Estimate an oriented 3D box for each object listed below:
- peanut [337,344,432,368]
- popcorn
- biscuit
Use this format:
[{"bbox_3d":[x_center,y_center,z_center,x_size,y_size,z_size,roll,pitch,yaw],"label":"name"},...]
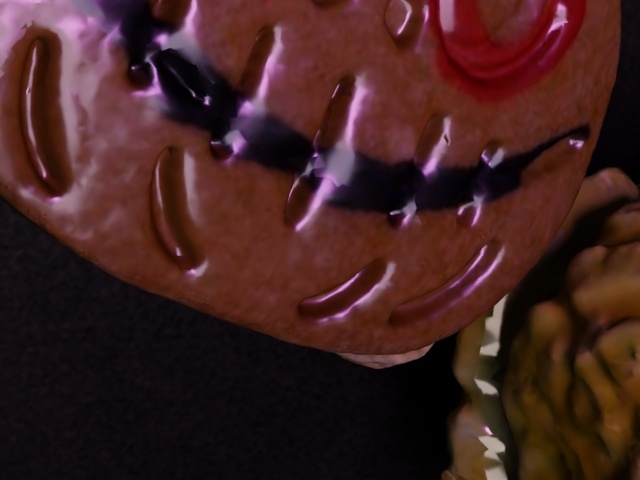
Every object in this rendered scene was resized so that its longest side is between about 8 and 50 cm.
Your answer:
[{"bbox_3d":[0.000,0.000,0.984,0.080,0.080,0.174,-47,123,6],"label":"peanut"},{"bbox_3d":[0.204,0.103,1.019,0.247,0.282,0.282,3,118,-43],"label":"popcorn"},{"bbox_3d":[0.001,-0.117,0.872,0.367,0.063,0.314,24,89,-36],"label":"biscuit"}]
